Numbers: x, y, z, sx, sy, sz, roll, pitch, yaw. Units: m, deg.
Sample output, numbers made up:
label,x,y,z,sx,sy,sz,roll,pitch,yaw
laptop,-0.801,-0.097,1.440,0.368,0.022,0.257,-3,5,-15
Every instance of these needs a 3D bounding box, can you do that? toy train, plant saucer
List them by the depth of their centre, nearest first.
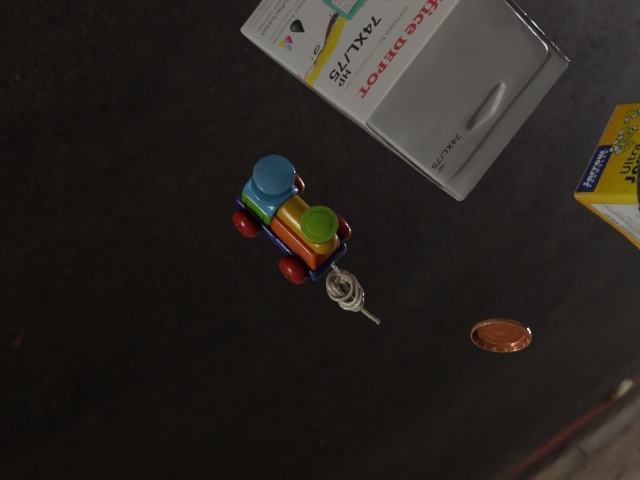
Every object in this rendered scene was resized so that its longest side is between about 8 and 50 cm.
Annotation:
label,x,y,z,sx,sy,sz,roll,pitch,yaw
toy train,0.000,0.000,1.434,0.105,0.248,0.143,-44,173,-14
plant saucer,0.251,0.130,1.579,0.083,0.083,0.013,89,9,-56

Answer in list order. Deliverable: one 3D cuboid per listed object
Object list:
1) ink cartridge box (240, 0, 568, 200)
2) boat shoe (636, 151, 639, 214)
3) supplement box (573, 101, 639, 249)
label,x,y,z,sx,sy,sz,roll,pitch,yaw
ink cartridge box,0.090,-0.216,1.271,0.198,0.270,0.197,-52,135,5
boat shoe,0.366,-0.124,1.165,0.076,0.080,0.229,4,101,-68
supplement box,0.622,-0.101,1.825,0.194,0.356,0.195,34,76,-26
